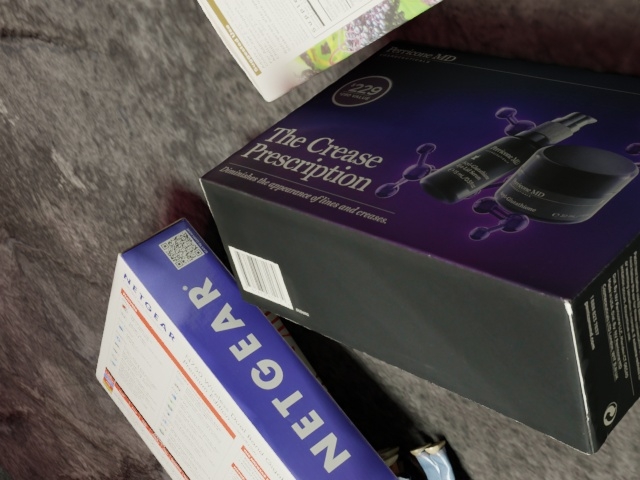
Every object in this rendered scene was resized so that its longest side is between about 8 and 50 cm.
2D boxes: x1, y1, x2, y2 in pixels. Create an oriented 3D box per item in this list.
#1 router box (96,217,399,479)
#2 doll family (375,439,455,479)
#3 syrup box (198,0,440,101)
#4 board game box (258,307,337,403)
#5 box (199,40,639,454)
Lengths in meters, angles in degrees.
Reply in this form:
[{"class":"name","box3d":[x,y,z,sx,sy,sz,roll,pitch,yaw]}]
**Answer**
[{"class":"router box","box3d":[-0.095,0.189,1.062,0.335,0.082,0.301,50,149,14]},{"class":"doll family","box3d":[0.089,0.260,1.004,0.193,0.076,0.111,-31,77,65]},{"class":"syrup box","box3d":[0.027,-0.169,0.588,0.096,0.093,0.237,55,150,-9]},{"class":"board game box","box3d":[-0.079,0.144,1.137,0.147,0.045,0.193,57,150,-10]},{"class":"box","box3d":[0.088,-0.018,0.583,0.261,0.184,0.103,19,136,43]}]
